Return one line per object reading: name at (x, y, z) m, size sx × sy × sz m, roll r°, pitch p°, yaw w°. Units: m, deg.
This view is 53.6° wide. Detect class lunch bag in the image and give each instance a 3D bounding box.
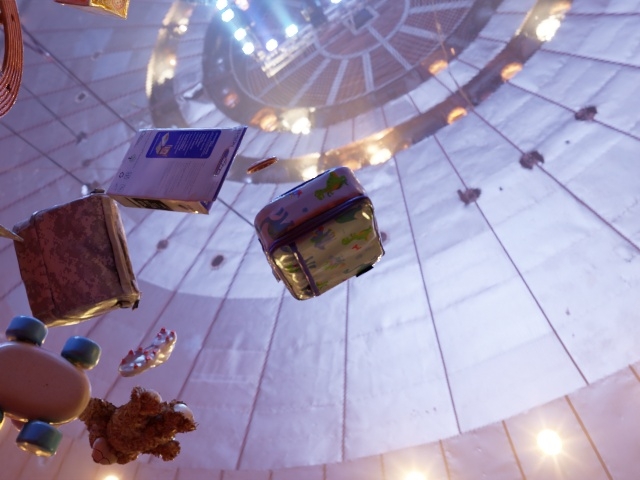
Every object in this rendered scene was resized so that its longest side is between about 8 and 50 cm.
lunch bag at (-0.586, 0.051, 1.581) m, size 0.256 × 0.212 × 0.305 m, roll -22°, pitch -100°, yaw 31°
lunch bag at (0.000, 0.000, 0.952) m, size 0.176 × 0.219 × 0.090 m, roll -27°, pitch -118°, yaw -4°

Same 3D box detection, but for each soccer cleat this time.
soccer cleat at (-0.407, 0.281, 1.515) m, size 0.068 × 0.076 × 0.196 m, roll 17°, pitch -153°, yaw 17°

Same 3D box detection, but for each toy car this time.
toy car at (-0.570, 0.309, 1.241) m, size 0.238 × 0.210 × 0.219 m, roll -49°, pitch -158°, yaw 48°

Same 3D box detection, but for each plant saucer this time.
plant saucer at (-0.144, -0.187, 1.554) m, size 0.083 × 0.083 × 0.013 m, roll -25°, pitch -90°, yaw 14°

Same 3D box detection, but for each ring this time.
ring at (-0.574, -0.365, 1.034) m, size 0.032 × 0.337 × 0.337 m, roll -3°, pitch -122°, yaw -2°

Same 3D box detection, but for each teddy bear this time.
teddy bear at (-0.430, 0.436, 1.454) m, size 0.338 × 0.245 × 0.113 m, roll -18°, pitch -136°, yaw 24°

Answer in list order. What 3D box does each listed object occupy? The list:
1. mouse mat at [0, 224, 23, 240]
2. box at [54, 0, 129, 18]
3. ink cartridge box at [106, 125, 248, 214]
mouse mat at (-0.554, -0.040, 0.949) m, size 0.152 × 0.190 × 0.007 m, roll 11°, pitch -105°, yaw 5°
box at (-0.460, -0.576, 1.310) m, size 0.103 × 0.114 × 0.203 m, roll 16°, pitch -81°, yaw 25°
ink cartridge box at (-0.270, -0.138, 1.237) m, size 0.332 × 0.065 × 0.165 m, roll 7°, pitch -113°, yaw 39°
